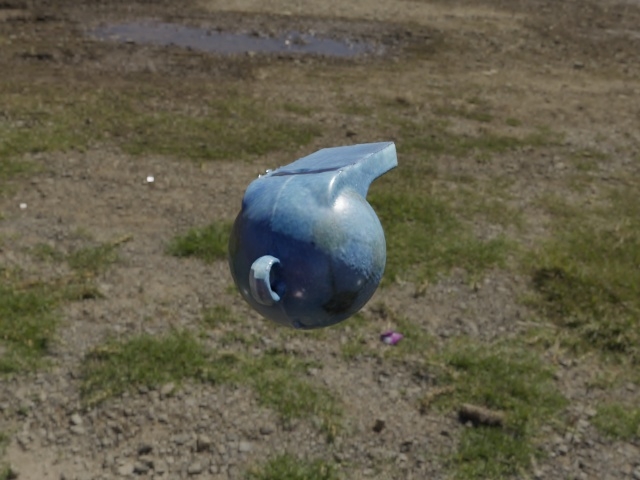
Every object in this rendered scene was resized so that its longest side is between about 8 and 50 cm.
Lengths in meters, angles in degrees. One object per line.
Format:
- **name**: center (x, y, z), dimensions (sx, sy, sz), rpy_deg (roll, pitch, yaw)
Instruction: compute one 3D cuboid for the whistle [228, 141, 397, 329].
- **whistle**: center (0.000, 0.000, 0.444), dimensions (0.090, 0.090, 0.158), rpy_deg (16, 21, 18)
